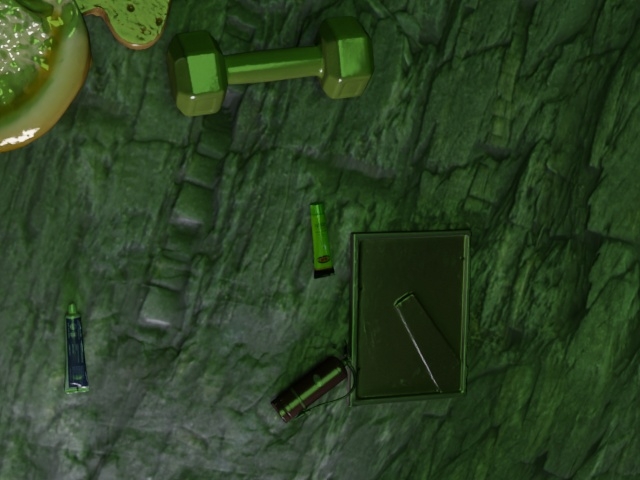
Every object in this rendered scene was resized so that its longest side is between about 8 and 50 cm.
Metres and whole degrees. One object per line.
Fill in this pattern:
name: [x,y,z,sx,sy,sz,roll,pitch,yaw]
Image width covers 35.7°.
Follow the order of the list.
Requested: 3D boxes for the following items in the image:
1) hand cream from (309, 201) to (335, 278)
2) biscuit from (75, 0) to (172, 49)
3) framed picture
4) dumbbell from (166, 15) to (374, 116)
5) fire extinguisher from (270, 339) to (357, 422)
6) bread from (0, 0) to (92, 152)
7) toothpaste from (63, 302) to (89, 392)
hand cream: [0.000,0.000,1.576,0.036,0.023,0.121,-11,105,-18]
biscuit: [-0.260,-0.459,1.414,0.275,0.052,0.354,18,92,-18]
framed picture: [0.148,0.126,1.642,0.213,0.016,0.289,-2,99,-16]
dumbbell: [-0.072,-0.259,1.471,0.302,0.121,0.108,-9,72,-14]
fire extinguisher: [-0.001,0.235,1.597,0.157,0.045,0.078,-37,83,-9]
bread: [-0.491,-0.307,1.258,0.424,0.245,0.329,28,128,-16]
toothpaste: [-0.370,0.162,1.494,0.037,0.021,0.139,-4,101,-17]
